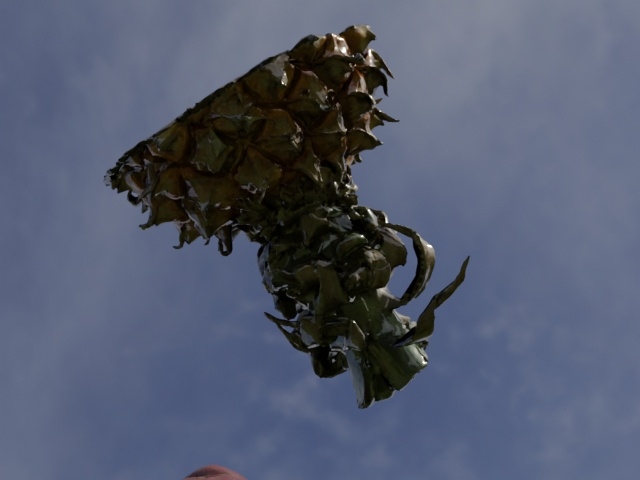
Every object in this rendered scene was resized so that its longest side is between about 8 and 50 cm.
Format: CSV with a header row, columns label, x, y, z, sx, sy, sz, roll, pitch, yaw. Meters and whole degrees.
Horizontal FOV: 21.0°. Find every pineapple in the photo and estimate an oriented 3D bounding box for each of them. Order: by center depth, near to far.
label,x,y,z,sx,sy,sz,roll,pitch,yaw
pineapple,0.000,0.000,1.385,0.262,0.262,0.272,-30,-91,1

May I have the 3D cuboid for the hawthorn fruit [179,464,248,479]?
label,x,y,z,sx,sy,sz,roll,pitch,yaw
hawthorn fruit,-0.097,0.261,1.540,0.128,0.128,0.128,-10,-54,-14
